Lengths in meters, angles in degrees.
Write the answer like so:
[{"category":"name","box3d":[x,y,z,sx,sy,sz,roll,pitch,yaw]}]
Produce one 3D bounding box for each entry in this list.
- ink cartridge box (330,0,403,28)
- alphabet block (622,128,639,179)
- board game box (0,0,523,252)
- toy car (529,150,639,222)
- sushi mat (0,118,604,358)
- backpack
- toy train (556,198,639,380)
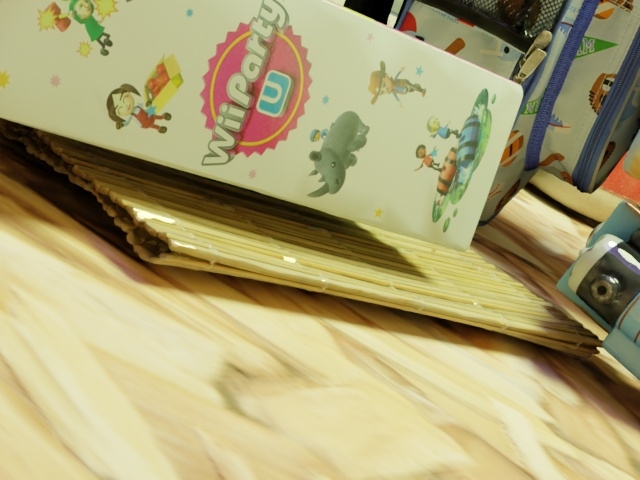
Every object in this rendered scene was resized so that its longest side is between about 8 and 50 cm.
[{"category":"ink cartridge box","box3d":[0.045,-0.273,1.688,0.212,0.093,0.154,25,13,-18]},{"category":"alphabet block","box3d":[0.328,-0.094,0.941,0.197,0.193,0.192,26,15,13]},{"category":"board game box","box3d":[-0.083,-0.098,0.718,0.303,0.097,0.224,13,9,-45]},{"category":"toy car","box3d":[0.260,-0.149,1.325,0.219,0.238,0.210,22,15,-24]},{"category":"sushi mat","box3d":[0.000,0.000,0.741,0.316,0.019,0.151,14,18,-44]},{"category":"backpack","box3d":[0.139,-0.140,1.019,0.213,0.263,0.276,37,20,16]},{"category":"toy train","box3d":[0.203,0.055,0.769,0.184,0.080,0.105,44,21,19]}]
